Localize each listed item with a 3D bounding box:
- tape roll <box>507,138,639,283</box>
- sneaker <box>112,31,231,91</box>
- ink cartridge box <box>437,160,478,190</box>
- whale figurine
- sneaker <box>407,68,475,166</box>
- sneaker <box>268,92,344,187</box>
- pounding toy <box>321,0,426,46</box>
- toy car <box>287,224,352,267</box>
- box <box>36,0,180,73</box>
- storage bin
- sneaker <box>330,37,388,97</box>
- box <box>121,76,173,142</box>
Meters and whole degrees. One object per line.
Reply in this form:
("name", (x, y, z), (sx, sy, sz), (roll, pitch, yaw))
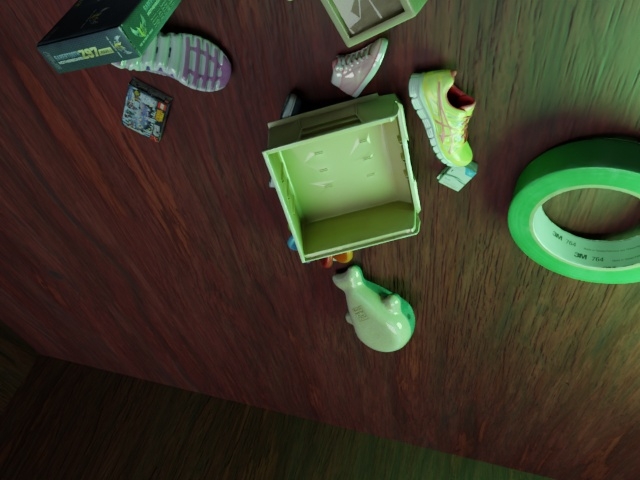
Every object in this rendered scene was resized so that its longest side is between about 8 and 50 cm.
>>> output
("tape roll", (0.527, -0.044, 1.016), (0.321, 0.077, 0.321), (19, 147, 13))
("sneaker", (-0.289, -0.353, 1.027), (0.236, 0.104, 0.095), (11, 103, -19))
("ink cartridge box", (0.276, -0.132, 1.094), (0.048, 0.028, 0.083), (25, 145, -7))
("whale figurine", (0.154, 0.178, 1.507), (0.272, 0.141, 0.216), (53, 138, -3))
("sneaker", (0.237, -0.215, 0.958), (0.094, 0.082, 0.208), (-12, 134, 34))
("sneaker", (-0.015, -0.193, 1.112), (0.163, 0.086, 0.226), (11, 136, -2))
("pounding toy", (0.034, -0.409, 0.796), (0.181, 0.094, 0.206), (-10, 126, 42))
("toy car", (0.000, 0.000, 1.308), (0.181, 0.136, 0.159), (18, 145, 2))
("box", (-0.327, -0.378, 0.879), (0.183, 0.233, 0.059), (0, 144, 25))
("storage bin", (0.052, -0.120, 1.043), (0.260, 0.123, 0.262), (-14, 126, 6))
("sneaker", (0.061, -0.310, 0.940), (0.070, 0.051, 0.134), (23, 149, -14))
("box", (-0.391, -0.290, 1.204), (0.093, 0.027, 0.137), (26, 144, -11))
